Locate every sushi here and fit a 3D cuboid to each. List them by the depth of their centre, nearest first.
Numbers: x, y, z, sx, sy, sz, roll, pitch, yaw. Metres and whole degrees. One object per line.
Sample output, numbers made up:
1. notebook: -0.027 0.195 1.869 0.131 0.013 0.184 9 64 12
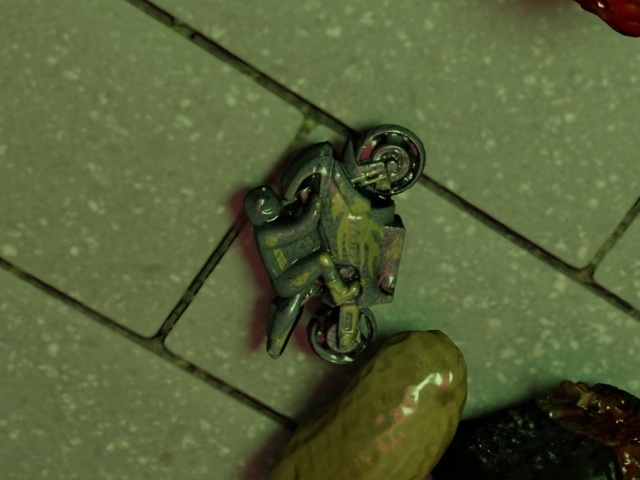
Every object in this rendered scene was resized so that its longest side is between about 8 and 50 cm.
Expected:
1. sushi: 0.193 0.182 1.225 0.150 0.172 0.153 -20 90 -21

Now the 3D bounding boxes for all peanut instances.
1. peanut: 0.030 0.156 1.226 0.095 0.108 0.226 24 116 -29

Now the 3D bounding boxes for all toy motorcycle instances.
1. toy motorcycle: 0.000 0.000 1.191 0.124 0.061 0.193 11 109 -10

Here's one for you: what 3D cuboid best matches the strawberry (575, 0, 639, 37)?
1. strawberry: 0.205 -0.278 1.021 0.277 0.257 0.257 40 103 -1
